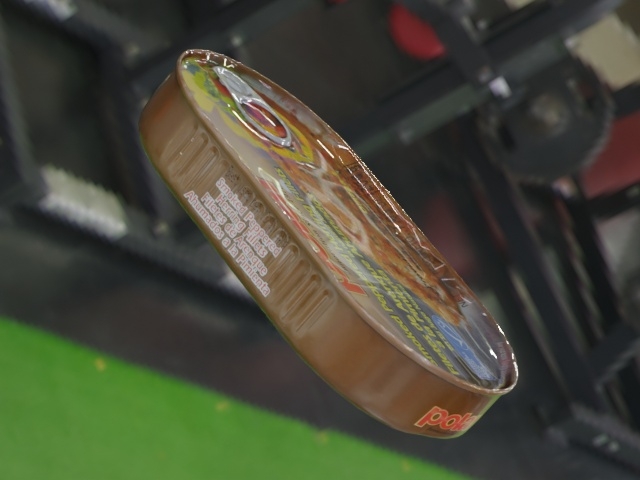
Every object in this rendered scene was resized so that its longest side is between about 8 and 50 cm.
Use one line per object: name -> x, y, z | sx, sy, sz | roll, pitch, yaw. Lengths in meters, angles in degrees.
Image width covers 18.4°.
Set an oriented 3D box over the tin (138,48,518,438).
tin -> 0.000, 0.000, 0.757 | 0.189, 0.040, 0.106 | 52, 17, 28
